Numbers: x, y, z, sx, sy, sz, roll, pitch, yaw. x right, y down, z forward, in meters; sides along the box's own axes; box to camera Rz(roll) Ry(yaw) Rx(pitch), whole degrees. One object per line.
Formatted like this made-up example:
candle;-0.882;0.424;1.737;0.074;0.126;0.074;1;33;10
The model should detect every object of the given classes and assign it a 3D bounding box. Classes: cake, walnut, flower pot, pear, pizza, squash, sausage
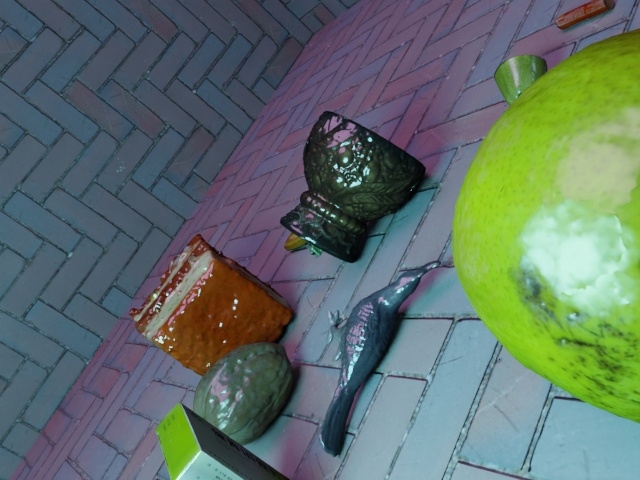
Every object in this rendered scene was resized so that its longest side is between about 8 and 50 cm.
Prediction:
cake;-0.259;0.170;1.502;0.269;0.270;0.320;-54;24;-8
walnut;-0.150;0.295;1.243;0.230;0.178;0.178;-47;19;-22
flower pot;0.055;-0.108;1.378;0.267;0.267;0.266;-59;21;6
pear;0.307;-0.017;0.598;0.391;0.391;0.391;-41;24;23
pizza;-0.031;-0.049;1.717;0.185;0.036;0.176;-42;22;24
squash;0.400;-0.281;1.218;0.105;0.105;0.132;-30;48;41
sausage;0.539;-0.468;1.292;0.129;0.034;0.034;-8;47;60

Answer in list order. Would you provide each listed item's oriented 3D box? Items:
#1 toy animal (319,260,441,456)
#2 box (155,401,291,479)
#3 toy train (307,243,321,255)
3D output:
toy animal;0.066;0.180;1.114;0.366;0.081;0.206;-59;21;-9
box;-0.119;0.364;0.935;0.062;0.260;0.175;-51;22;-8
toy train;0.000;0.000;1.584;0.053;0.033;0.083;-21;36;44
